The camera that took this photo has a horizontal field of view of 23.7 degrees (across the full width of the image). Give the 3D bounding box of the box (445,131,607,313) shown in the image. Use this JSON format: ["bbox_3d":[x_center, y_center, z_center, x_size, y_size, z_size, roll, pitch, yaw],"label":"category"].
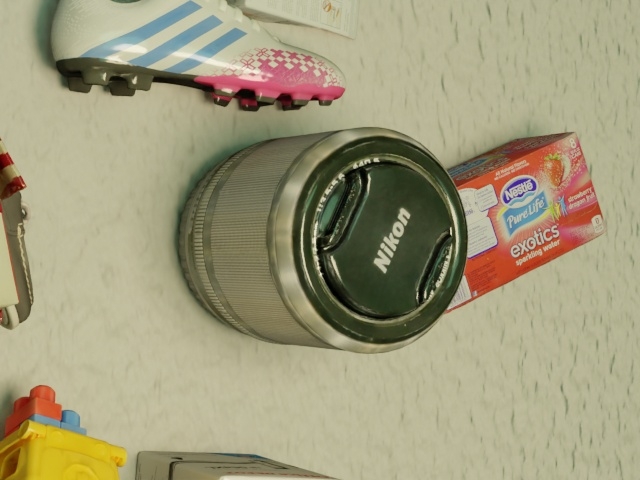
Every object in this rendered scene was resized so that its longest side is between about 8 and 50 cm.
[{"bbox_3d":[0.185,-0.022,1.750,0.256,0.122,0.128,-25,102,-28],"label":"box"}]

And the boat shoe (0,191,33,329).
[{"bbox_3d":[-0.333,-0.081,1.459,0.095,0.112,0.335,-29,101,-26],"label":"boat shoe"}]

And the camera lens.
[{"bbox_3d":[0.000,0.000,1.556,0.219,0.274,0.219,0,90,-30],"label":"camera lens"}]

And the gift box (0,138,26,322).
[{"bbox_3d":[-0.420,-0.003,1.302,0.258,0.255,0.276,-7,87,-51],"label":"gift box"}]

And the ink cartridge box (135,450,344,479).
[{"bbox_3d":[-0.083,0.268,1.547,0.148,0.203,0.086,7,86,-30],"label":"ink cartridge box"}]

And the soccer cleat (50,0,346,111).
[{"bbox_3d":[-0.115,-0.215,1.583,0.331,0.116,0.143,4,88,-30],"label":"soccer cleat"}]

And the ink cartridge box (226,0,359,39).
[{"bbox_3d":[-0.027,-0.309,1.690,0.179,0.045,0.145,10,84,-48],"label":"ink cartridge box"}]

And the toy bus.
[{"bbox_3d":[-0.284,0.257,1.463,0.149,0.220,0.211,21,46,-34],"label":"toy bus"}]
